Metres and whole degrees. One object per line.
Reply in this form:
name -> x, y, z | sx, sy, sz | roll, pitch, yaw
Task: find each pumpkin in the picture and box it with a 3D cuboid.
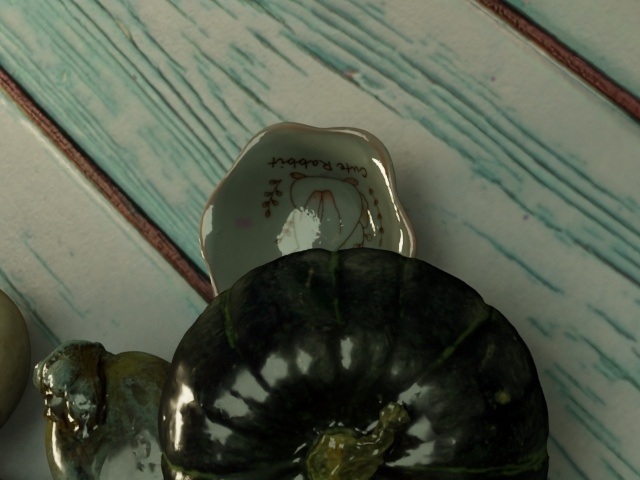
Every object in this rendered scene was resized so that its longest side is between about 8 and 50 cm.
pumpkin -> 0.025, 0.161, 1.189 | 0.323, 0.241, 0.323 | 1, 99, 9

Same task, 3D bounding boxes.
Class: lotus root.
lotus root -> -0.144, 0.247, 1.353 | 0.175, 0.175, 0.349 | -36, 70, 20

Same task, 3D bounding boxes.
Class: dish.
dish -> 0.000, 0.000, 1.358 | 0.229, 0.081, 0.229 | -3, 83, 27

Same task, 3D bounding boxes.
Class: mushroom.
mushroom -> -0.409, 0.122, 1.496 | 0.204, 0.204, 0.204 | -6, 78, 29
